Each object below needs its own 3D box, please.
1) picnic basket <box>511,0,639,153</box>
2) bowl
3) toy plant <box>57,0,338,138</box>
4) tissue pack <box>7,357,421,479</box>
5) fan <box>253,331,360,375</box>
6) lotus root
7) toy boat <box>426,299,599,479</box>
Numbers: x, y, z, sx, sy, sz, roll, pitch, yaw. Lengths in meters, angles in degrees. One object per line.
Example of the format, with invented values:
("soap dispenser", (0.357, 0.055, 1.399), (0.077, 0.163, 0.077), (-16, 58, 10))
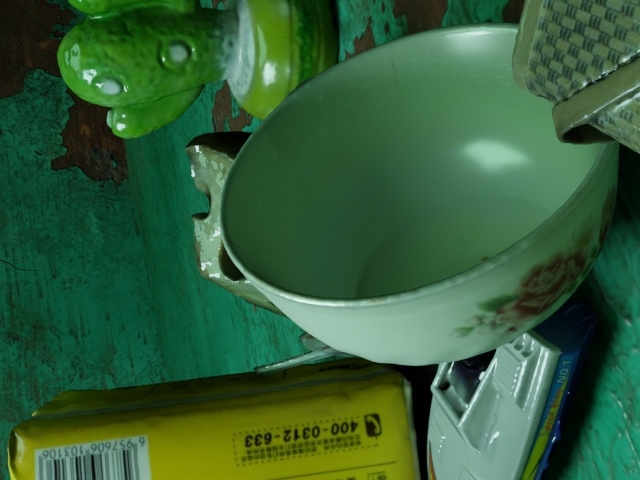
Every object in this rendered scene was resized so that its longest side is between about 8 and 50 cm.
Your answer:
("picnic basket", (0.201, -0.151, 0.330), (0.139, 0.165, 0.266), (-126, 37, -53))
("bowl", (0.080, -0.020, 0.592), (0.145, 0.277, 0.277), (59, 176, -37))
("toy plant", (-0.151, -0.227, 0.992), (0.184, 0.316, 0.224), (-120, 33, -44))
("tissue pack", (-0.088, 0.284, 0.847), (0.228, 0.382, 0.293), (76, -174, -87))
("fan", (0.021, 0.098, 0.769), (0.227, 0.152, 0.008), (-22, 65, 34))
("lotus root", (0.005, 0.002, 0.811), (0.142, 0.314, 0.210), (-1, 83, 27))
("toy boat", (0.133, 0.163, 0.688), (0.129, 0.088, 0.295), (-125, 36, -51))
